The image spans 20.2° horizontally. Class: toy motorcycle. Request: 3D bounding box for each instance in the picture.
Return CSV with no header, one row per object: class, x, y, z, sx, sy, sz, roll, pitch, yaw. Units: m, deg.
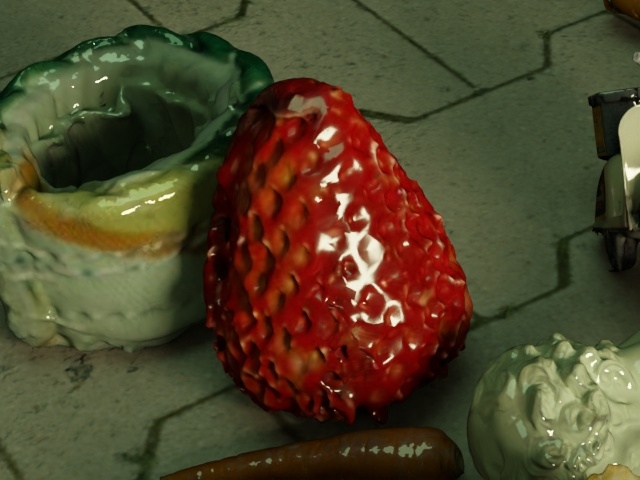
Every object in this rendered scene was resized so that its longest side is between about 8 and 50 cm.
toy motorcycle,0.252,-0.053,1.334,0.091,0.157,0.263,-7,-1,0

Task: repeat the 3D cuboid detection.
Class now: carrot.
carrot,-0.009,0.157,1.242,0.216,0.048,0.048,-6,35,12

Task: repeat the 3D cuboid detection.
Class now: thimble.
thimble,-0.155,-0.042,1.441,0.254,0.167,0.288,17,42,33

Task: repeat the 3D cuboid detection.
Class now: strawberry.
strawberry,0.000,0.000,1.281,0.205,0.244,0.205,-8,32,5

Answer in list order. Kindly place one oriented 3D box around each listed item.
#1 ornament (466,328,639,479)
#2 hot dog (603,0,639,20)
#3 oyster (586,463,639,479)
ornament,0.229,0.093,1.203,0.285,0.120,0.130,-23,49,-16
hot dog,0.378,-0.214,1.653,0.249,0.068,0.100,18,30,29
oyster,0.091,0.250,0.985,0.396,0.204,0.111,-29,3,-30
